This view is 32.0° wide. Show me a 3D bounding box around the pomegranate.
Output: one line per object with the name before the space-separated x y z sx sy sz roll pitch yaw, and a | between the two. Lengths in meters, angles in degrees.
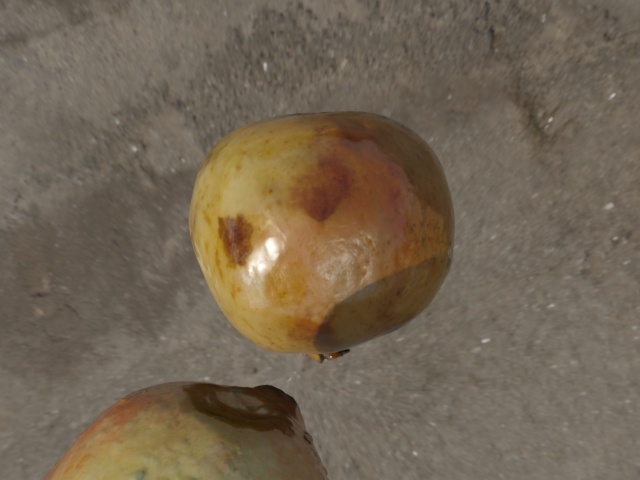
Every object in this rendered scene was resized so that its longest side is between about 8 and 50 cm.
pomegranate | 0.000 0.000 0.894 0.215 0.215 0.215 0 83 -1

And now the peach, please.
peach | -0.070 0.182 0.655 0.232 0.232 0.233 0 83 -1
